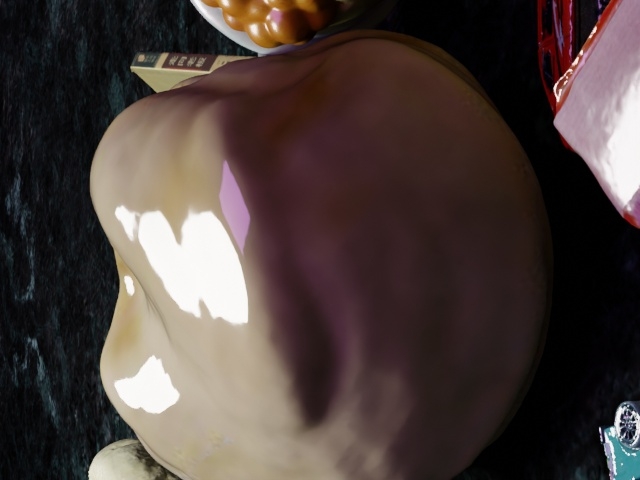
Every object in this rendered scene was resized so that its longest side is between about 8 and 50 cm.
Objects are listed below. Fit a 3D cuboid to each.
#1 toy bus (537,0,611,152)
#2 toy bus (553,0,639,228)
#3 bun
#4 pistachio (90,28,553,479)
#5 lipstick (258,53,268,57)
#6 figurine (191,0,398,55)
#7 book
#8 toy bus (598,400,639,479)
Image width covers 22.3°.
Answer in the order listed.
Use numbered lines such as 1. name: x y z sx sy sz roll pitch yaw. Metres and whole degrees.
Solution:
1. toy bus: 0.185 -0.148 1.066 0.089 0.081 0.195 179 90 -74
2. toy bus: 0.246 -0.129 0.853 0.127 0.147 0.302 64 150 28
3. bun: -0.183 0.301 1.826 0.188 0.111 0.164 29 134 58
4. pistachio: -0.009 0.029 1.216 0.365 0.281 0.445 37 130 10
5. lipstick: -0.025 -0.223 1.499 0.077 0.079 0.253 -6 90 64
6. figurine: 0.058 -0.270 1.244 0.382 0.205 0.224 -10 80 44
7. book: -0.043 -0.106 1.405 0.231 0.161 0.026 10 66 47
8. toy bus: 0.242 0.126 0.954 0.160 0.079 0.091 141 125 -59
